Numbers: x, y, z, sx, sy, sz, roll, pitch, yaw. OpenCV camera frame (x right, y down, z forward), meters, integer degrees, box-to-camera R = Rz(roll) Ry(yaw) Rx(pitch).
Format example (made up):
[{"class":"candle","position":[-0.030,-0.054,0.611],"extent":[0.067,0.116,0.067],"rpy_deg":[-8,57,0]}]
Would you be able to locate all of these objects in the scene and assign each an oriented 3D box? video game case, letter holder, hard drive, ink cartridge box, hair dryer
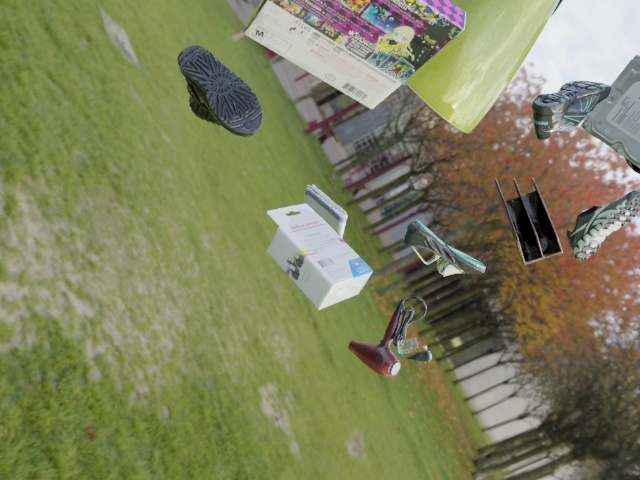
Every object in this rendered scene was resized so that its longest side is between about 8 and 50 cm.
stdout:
[{"class":"video game case","position":[0.041,-0.297,0.830],"extent":[0.232,0.210,0.041],"rpy_deg":[25,59,-21]},{"class":"letter holder","position":[0.787,-0.099,2.313],"extent":[0.214,0.152,0.301],"rpy_deg":[48,27,-51]},{"class":"hard drive","position":[0.865,-0.312,1.570],"extent":[0.064,0.236,0.338],"rpy_deg":[17,29,-31]},{"class":"ink cartridge box","position":[-0.013,0.022,1.026],"extent":[0.104,0.061,0.181],"rpy_deg":[-15,53,-45]},{"class":"hair dryer","position":[0.220,0.319,1.921],"extent":[0.080,0.294,0.223],"rpy_deg":[39,38,-45]}]

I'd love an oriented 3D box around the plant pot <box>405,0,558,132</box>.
[{"class":"plant pot","position":[0.297,-0.404,1.144],"extent":[0.275,0.293,0.274],"rpy_deg":[36,27,-21]}]

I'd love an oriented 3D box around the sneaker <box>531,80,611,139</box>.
[{"class":"sneaker","position":[0.640,-0.341,1.561],"extent":[0.101,0.268,0.106],"rpy_deg":[36,-39,50]}]

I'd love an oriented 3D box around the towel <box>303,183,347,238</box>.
[{"class":"towel","position":[0.000,0.000,1.790],"extent":[0.209,0.034,0.284],"rpy_deg":[43,-47,46]}]

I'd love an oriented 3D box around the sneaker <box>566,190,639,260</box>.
[{"class":"sneaker","position":[0.733,-0.059,1.594],"extent":[0.078,0.234,0.106],"rpy_deg":[8,43,-31]}]

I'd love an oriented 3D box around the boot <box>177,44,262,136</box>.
[{"class":"boot","position":[-0.290,-0.402,1.838],"extent":[0.348,0.131,0.260],"rpy_deg":[52,-15,15]}]

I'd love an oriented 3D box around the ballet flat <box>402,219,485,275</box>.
[{"class":"ballet flat","position":[0.364,0.042,1.832],"extent":[0.281,0.096,0.095],"rpy_deg":[33,13,-11]}]

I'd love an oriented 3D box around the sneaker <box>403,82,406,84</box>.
[{"class":"sneaker","position":[0.293,-0.543,1.935],"extent":[0.083,0.071,0.191],"rpy_deg":[18,-3,-41]}]

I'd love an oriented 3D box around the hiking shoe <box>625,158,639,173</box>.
[{"class":"hiking shoe","position":[0.942,-0.236,1.777],"extent":[0.227,0.086,0.114],"rpy_deg":[12,67,-37]}]

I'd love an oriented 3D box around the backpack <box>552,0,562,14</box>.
[{"class":"backpack","position":[0.637,-0.870,1.936],"extent":[0.356,0.290,0.273],"rpy_deg":[22,39,-9]}]
